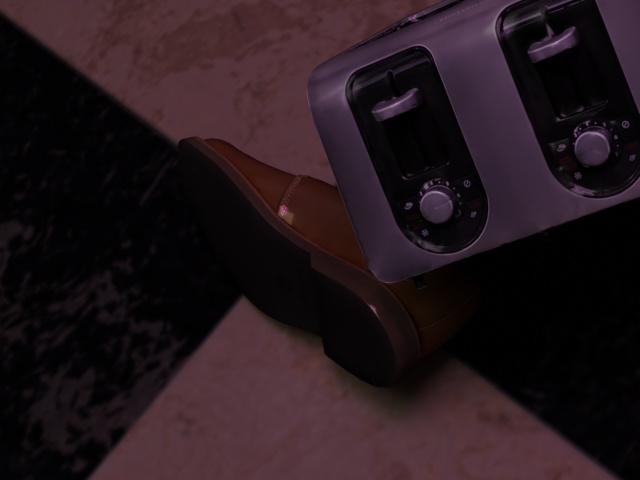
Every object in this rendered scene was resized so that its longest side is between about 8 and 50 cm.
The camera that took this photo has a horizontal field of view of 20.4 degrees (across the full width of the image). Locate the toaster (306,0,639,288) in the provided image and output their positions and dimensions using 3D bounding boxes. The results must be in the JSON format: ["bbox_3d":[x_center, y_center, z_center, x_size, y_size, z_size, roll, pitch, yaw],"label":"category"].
[{"bbox_3d":[0.107,-0.071,0.824,0.168,0.186,0.110,-20,99,28],"label":"toaster"}]

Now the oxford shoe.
[{"bbox_3d":[0.000,0.000,0.925,0.076,0.076,0.212,-29,45,-26],"label":"oxford shoe"}]
